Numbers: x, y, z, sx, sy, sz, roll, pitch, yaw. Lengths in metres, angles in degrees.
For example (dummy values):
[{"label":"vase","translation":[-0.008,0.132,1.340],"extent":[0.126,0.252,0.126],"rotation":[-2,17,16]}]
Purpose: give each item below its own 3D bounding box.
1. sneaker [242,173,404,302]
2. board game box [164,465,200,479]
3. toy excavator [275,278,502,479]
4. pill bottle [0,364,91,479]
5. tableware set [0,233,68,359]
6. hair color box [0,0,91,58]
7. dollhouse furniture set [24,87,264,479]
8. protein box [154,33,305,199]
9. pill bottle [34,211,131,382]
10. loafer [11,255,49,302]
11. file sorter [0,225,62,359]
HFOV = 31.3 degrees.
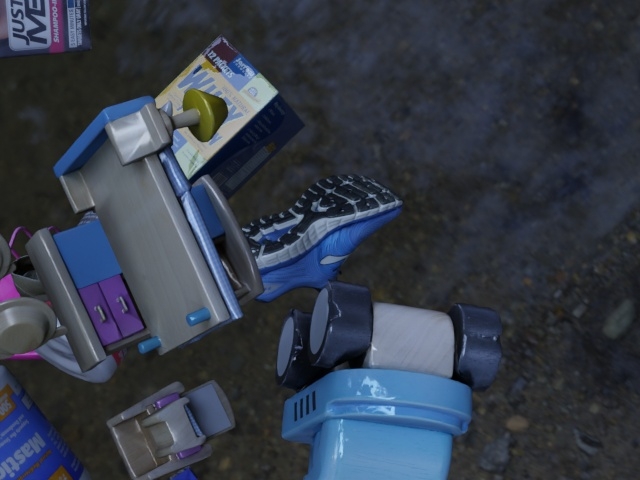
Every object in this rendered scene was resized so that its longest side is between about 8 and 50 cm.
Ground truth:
[{"label":"sneaker","translation":[0.000,0.000,1.923],"extent":[0.330,0.147,0.130],"rotation":[-26,42,-24]},{"label":"board game box","translation":[-0.248,0.534,1.794],"extent":[0.232,0.141,0.291],"rotation":[53,134,10]},{"label":"toy excavator","translation":[0.039,0.317,1.452],"extent":[0.433,0.222,0.445],"rotation":[133,146,-65]},{"label":"pill bottle","translation":[-0.403,0.314,1.521],"extent":[0.152,0.272,0.152],"rotation":[-32,14,9]},{"label":"tableware set","translation":[-0.262,0.054,0.785],"extent":[0.141,0.168,0.020],"rotation":[-22,45,-5]},{"label":"hair color box","translation":[-0.522,-0.356,1.680],"extent":[0.105,0.347,0.173],"rotation":[34,129,56]},{"label":"dollhouse furniture set","translation":[-0.090,0.031,1.017],"extent":[0.303,0.198,0.286],"rotation":[-34,80,56]},{"label":"protein box","translation":[-0.157,-0.183,1.809],"extent":[0.201,0.200,0.136],"rotation":[-44,75,2]},{"label":"pill bottle","translation":[-0.318,0.046,1.766],"extent":[0.176,0.176,0.318],"rotation":[7,55,39]},{"label":"loafer","translation":[-0.273,0.031,1.211],"extent":[0.148,0.050,0.056],"rotation":[-19,42,26]},{"label":"file sorter","translation":[-0.606,0.092,2.135],"extent":[0.291,0.182,0.202],"rotation":[-3,54,19]}]
